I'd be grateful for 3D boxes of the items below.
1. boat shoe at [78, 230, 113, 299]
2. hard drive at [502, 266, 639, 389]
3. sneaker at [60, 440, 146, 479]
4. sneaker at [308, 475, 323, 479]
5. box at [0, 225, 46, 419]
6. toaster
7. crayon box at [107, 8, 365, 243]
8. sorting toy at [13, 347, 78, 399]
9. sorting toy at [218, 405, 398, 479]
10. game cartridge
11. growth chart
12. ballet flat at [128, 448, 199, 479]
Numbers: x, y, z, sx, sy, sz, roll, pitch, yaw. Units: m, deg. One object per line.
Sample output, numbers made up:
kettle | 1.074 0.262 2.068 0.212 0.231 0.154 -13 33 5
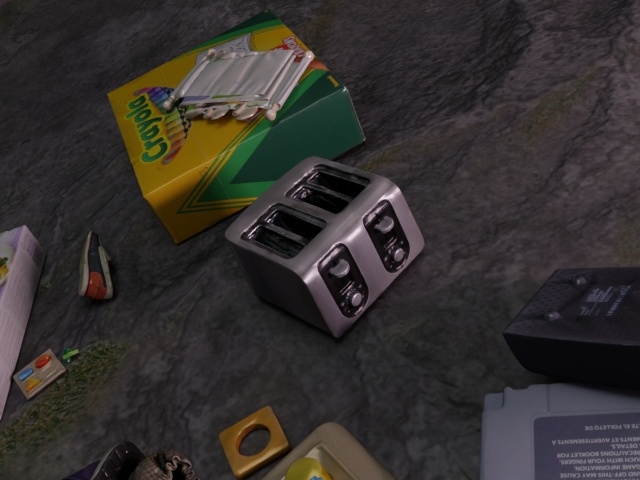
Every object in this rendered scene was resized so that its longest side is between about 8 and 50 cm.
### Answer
boat shoe | -0.313 0.035 1.121 0.043 0.049 0.137 12 29 -22
hard drive | 0.305 0.072 0.685 0.254 0.054 0.172 -1 19 35
sneaker | -0.237 0.268 0.688 0.124 0.107 0.283 -28 -6 6
sneaker | -0.016 0.292 0.582 0.092 0.087 0.229 -28 36 17
box | -0.442 0.107 1.087 0.063 0.067 0.324 -19 40 9
toaster | 0.000 0.000 0.938 0.168 0.110 0.185 -43 42 -23
crayon box | -0.146 -0.195 1.242 0.313 0.106 0.363 -28 38 -4
sorting toy | -0.348 0.159 1.019 0.083 0.012 0.062 -39 40 -17
sorting toy | -0.014 0.259 0.698 0.196 0.047 0.347 -38 40 -15
game cartridge | 0.270 0.196 0.616 0.294 0.060 0.196 -7 38 21
growth chart | -0.125 -0.229 1.167 0.237 0.021 0.172 10 52 36
ballet flat | -0.124 0.270 0.675 0.058 0.084 0.250 -42 29 13
